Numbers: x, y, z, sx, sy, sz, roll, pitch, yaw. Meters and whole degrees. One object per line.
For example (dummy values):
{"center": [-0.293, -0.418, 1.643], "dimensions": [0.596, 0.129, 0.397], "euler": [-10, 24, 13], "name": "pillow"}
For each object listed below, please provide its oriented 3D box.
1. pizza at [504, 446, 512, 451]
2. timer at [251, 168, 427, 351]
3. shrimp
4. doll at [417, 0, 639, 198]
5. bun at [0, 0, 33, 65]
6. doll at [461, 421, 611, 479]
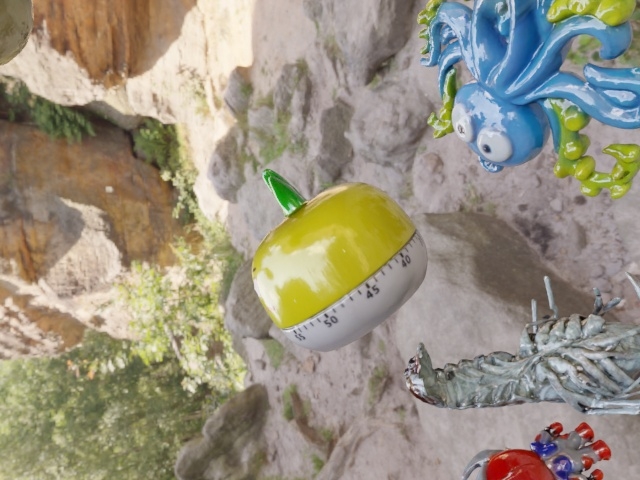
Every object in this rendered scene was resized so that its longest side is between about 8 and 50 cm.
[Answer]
{"center": [0.377, 0.445, 0.990], "dimensions": [0.099, 0.029, 0.100], "euler": [91, -167, -58], "name": "pizza"}
{"center": [0.000, 0.000, 0.779], "dimensions": [0.285, 0.285, 0.285], "euler": [177, 90, -66], "name": "timer"}
{"center": [0.325, 0.161, 0.709], "dimensions": [0.221, 0.410, 0.166], "euler": [-99, -13, -53], "name": "shrimp"}
{"center": [0.242, -0.191, 0.650], "dimensions": [0.346, 0.099, 0.341], "euler": [41, 166, 30], "name": "doll"}
{"center": [-0.448, -0.250, 0.534], "dimensions": [0.259, 0.259, 0.152], "euler": [62, 140, 44], "name": "bun"}
{"center": [0.247, 0.282, 0.608], "dimensions": [0.104, 0.194, 0.062], "euler": [59, 174, 36], "name": "doll"}
